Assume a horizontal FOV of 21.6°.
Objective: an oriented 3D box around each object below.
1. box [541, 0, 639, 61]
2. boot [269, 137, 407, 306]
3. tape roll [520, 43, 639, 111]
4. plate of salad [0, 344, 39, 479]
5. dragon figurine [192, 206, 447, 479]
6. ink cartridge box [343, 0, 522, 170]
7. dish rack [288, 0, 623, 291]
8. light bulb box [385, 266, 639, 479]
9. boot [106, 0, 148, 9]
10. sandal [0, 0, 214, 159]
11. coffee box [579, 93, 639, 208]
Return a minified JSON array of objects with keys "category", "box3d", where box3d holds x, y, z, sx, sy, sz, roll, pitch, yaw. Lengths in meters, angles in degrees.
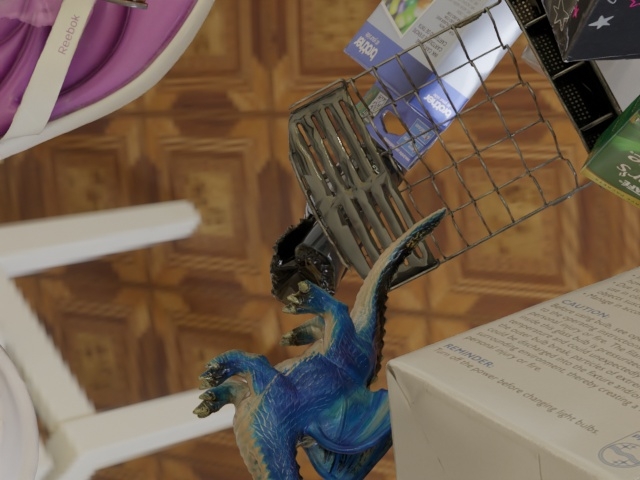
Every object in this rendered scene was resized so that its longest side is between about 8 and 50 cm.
[{"category":"box","box3d":[0.221,-0.226,0.893,0.247,0.163,0.142,112,149,-55]},{"category":"boot","box3d":[0.000,0.000,2.012,0.094,0.207,0.246,37,151,-3]},{"category":"tape roll","box3d":[0.341,-0.183,1.941,0.219,0.219,0.072,36,97,31]},{"category":"plate of salad","box3d":[-0.262,0.107,0.990,0.048,0.200,0.200,-47,67,40]},{"category":"dragon figurine","box3d":[0.016,0.107,1.108,0.144,0.289,0.085,42,148,17]},{"category":"ink cartridge box","box3d":[0.133,-0.230,1.648,0.311,0.065,0.186,-54,29,8]},{"category":"dish rack","box3d":[0.111,-0.088,1.437,0.271,0.074,0.208,-28,82,5]},{"category":"light bulb box","box3d":[0.262,0.208,1.069,0.225,0.361,0.358,27,129,54]},{"category":"boot","box3d":[-0.117,-0.197,0.931,0.106,0.037,0.114,33,107,25]},{"category":"sandal","box3d":[-0.254,-0.164,1.431,0.416,0.102,0.169,-33,76,18]},{"category":"coffee box","box3d":[0.281,-0.068,1.285,0.113,0.040,0.184,31,159,-2]}]
